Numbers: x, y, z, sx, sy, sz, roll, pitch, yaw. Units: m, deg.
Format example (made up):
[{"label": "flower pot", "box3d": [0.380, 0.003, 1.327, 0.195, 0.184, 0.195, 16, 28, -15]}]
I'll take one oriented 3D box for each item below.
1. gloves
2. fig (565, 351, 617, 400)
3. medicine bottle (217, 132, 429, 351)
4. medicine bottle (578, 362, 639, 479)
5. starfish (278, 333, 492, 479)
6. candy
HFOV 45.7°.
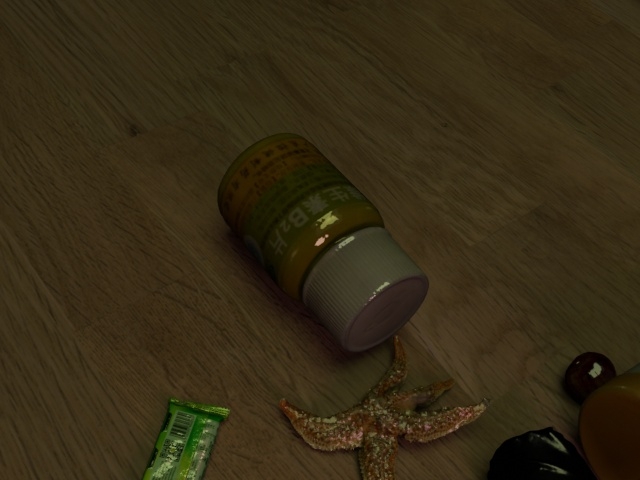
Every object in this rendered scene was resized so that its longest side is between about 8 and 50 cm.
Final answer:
[{"label": "gloves", "box3d": [0.343, 0.441, 1.134, 0.197, 0.152, 0.300, -20, 68, 7]}, {"label": "fig", "box3d": [0.497, 0.262, 1.348, 0.089, 0.089, 0.125, -38, 90, -34]}, {"label": "medicine bottle", "box3d": [0.000, 0.000, 1.352, 0.224, 0.224, 0.384, -25, 56, -27]}, {"label": "medicine bottle", "box3d": [0.583, 0.300, 1.222, 0.232, 0.237, 0.238, -21, 58, -28]}, {"label": "starfish", "box3d": [0.137, 0.294, 1.242, 0.294, 0.084, 0.301, -31, 58, -29]}, {"label": "candy", "box3d": [-0.213, 0.328, 1.178, 0.102, 0.032, 0.178, 16, 48, -2]}]
